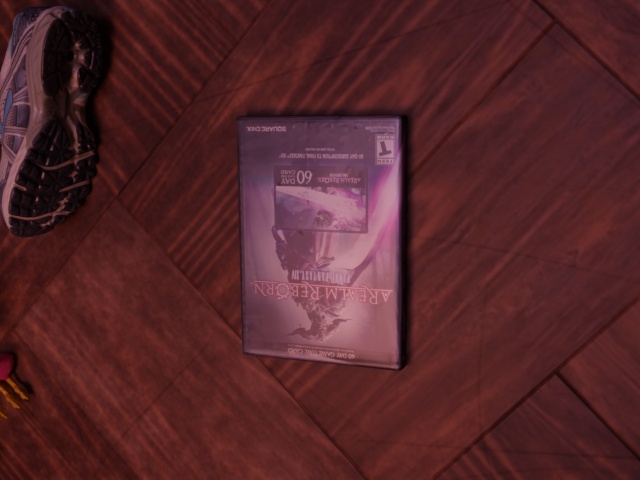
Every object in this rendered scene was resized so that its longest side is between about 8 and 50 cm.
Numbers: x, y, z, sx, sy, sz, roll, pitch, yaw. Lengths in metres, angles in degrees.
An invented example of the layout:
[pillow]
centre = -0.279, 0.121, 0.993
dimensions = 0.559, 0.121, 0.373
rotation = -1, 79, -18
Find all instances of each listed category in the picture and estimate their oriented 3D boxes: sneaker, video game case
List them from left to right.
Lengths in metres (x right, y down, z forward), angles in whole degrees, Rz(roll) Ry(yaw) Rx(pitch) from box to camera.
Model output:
[sneaker]
centre = -0.340, -0.146, 1.148
dimensions = 0.122, 0.110, 0.283
rotation = 24, 105, 37
[video game case]
centre = 0.000, 0.000, 1.047
dimensions = 0.196, 0.026, 0.274
rotation = 3, 98, 23

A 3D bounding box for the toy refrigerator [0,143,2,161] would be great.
[toy refrigerator]
centre = -0.555, -0.116, 1.234
dimensions = 0.269, 0.094, 0.102
rotation = -14, 92, 24

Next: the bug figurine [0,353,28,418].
[bug figurine]
centre = -0.507, 0.181, 1.197
dimensions = 0.216, 0.279, 0.072
rotation = -37, 36, -10
